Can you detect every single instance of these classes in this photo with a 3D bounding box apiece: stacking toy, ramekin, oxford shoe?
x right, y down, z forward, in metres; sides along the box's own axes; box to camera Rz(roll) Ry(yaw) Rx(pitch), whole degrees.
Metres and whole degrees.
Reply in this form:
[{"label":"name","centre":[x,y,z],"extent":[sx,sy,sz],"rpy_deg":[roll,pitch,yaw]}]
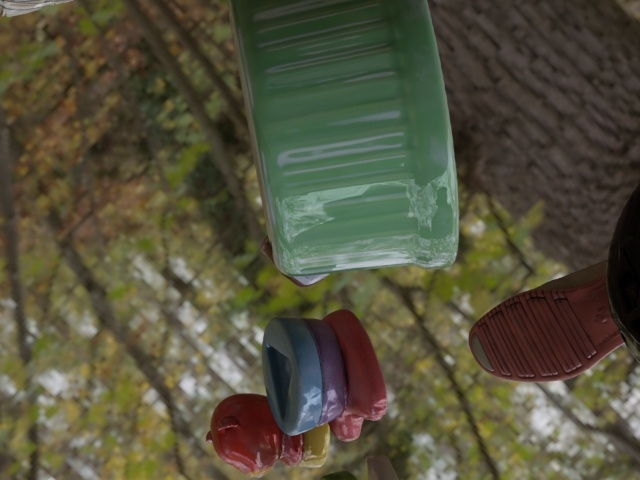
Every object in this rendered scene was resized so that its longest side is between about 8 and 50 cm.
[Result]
[{"label":"stacking toy","centre":[-0.025,0.243,1.609],"extent":[0.130,0.279,0.309],"rpy_deg":[-7,151,-20]},{"label":"ramekin","centre":[0.012,-0.113,1.210],"extent":[0.148,0.303,0.303],"rpy_deg":[-10,-167,-3]},{"label":"oxford shoe","centre":[0.400,0.104,2.090],"extent":[0.397,0.140,0.146],"rpy_deg":[-22,-175,36]}]

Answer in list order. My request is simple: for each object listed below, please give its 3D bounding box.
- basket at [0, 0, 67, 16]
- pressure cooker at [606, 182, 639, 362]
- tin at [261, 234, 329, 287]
[{"label":"basket","centre":[-0.173,-0.286,0.830],"extent":[0.201,0.288,0.255],"rpy_deg":[-24,-167,-10]},{"label":"pressure cooker","centre":[0.580,0.093,1.675],"extent":[0.370,0.420,0.375],"rpy_deg":[-30,-137,28]},{"label":"tin","centre":[0.000,0.000,1.440],"extent":[0.106,0.040,0.190],"rpy_deg":[-33,166,4]}]
